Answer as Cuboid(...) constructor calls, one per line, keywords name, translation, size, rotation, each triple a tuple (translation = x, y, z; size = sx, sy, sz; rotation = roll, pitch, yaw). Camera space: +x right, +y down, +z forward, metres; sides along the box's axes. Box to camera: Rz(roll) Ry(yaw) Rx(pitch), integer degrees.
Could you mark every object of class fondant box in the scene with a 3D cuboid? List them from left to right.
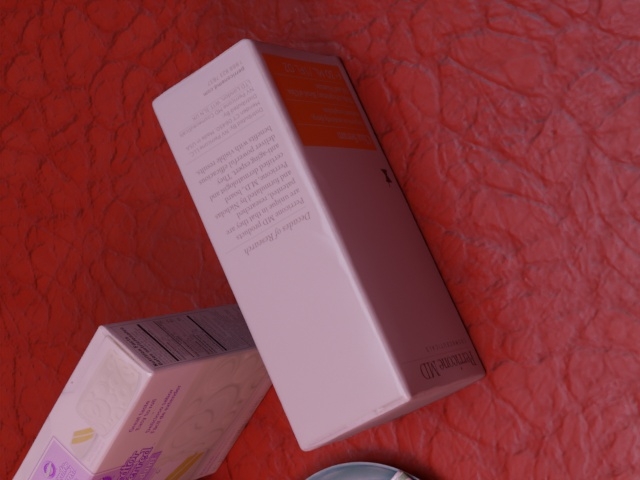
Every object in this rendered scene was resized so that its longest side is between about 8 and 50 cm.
Cuboid(name="fondant box", translation=(-0.195, 0.206, 1.666), size=(0.096, 0.330, 0.238), rotation=(40, 111, 22))

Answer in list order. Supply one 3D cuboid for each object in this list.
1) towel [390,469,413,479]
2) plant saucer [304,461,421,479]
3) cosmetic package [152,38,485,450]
Cuboid(name="towel", translation=(0.115, 0.368, 1.624), size=(0.152, 0.023, 0.113), rotation=(45, 112, 20))
Cuboid(name="plant saucer", translation=(0.073, 0.433, 1.688), size=(0.317, 0.043, 0.317), rotation=(1, 92, 30))
Cuboid(name="cosmetic package", translation=(0.000, 0.000, 1.607), size=(0.161, 0.230, 0.453), rotation=(-29, 78, 26))
